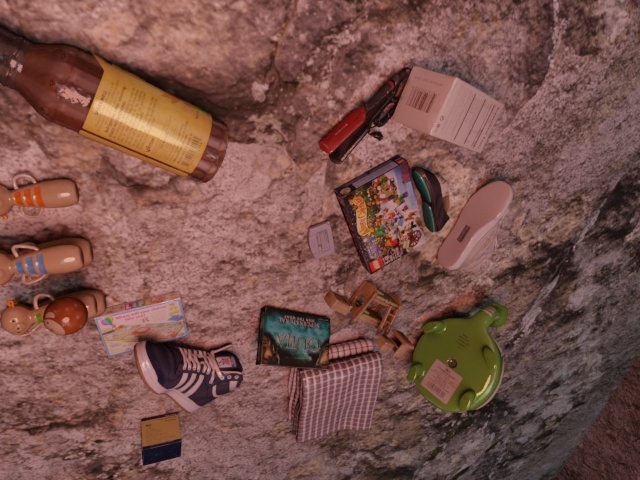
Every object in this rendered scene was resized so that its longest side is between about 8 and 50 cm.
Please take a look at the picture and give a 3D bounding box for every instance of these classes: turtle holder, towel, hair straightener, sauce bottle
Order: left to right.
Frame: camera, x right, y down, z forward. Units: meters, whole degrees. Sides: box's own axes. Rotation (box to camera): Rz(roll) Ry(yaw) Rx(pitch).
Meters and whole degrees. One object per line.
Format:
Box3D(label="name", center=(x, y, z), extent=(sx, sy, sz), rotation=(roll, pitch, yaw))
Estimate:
Box3D(label="sauce bottle", center=(-0.298, -0.190, 0.558), extent=(0.344, 0.111, 0.111), rotation=(23, 107, -36))
Box3D(label="towel", center=(0.036, 0.413, 1.091), extent=(0.235, 0.121, 0.284), rotation=(-9, 122, -21))
Box3D(label="hair straightener", center=(0.099, -0.236, 0.782), extent=(0.230, 0.047, 0.089), rotation=(-49, 145, 1))
Box3D(label="turtle holder", center=(0.409, 0.332, 1.187), extent=(0.227, 0.243, 0.320), rotation=(30, 63, -52))

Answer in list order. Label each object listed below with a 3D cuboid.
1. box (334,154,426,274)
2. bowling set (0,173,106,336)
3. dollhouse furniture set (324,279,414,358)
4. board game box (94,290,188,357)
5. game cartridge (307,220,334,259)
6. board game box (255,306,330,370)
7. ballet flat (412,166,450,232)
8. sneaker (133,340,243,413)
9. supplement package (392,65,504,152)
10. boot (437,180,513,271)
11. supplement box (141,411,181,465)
Box3D(label="box", center=(0.140, -0.051, 0.906), extent=(0.159, 0.044, 0.233), rotation=(-30, 128, -7))
Box3D(label="bowling set", center=(-0.429, 0.060, 0.600), extent=(0.154, 0.200, 0.287), rotation=(-9, 119, -20))
Box3D(label="dollhouse furniture set", center=(0.132, 0.175, 0.967), extent=(0.182, 0.161, 0.101), rotation=(29, 103, -37))
Box3D(label="board game box", center=(-0.350, 0.165, 0.805), extent=(0.154, 0.026, 0.103), rotation=(-12, 124, -20))
Box3D(label="game cartridge", center=(0.000, 0.000, 0.886), extent=(0.056, 0.017, 0.083), rotation=(-22, 127, -17))
Box3D(label="board game box", center=(-0.058, 0.232, 0.943), extent=(0.186, 0.026, 0.126), rotation=(16, 66, -33))
Box3D(label="ballet flat", center=(0.258, -0.102, 0.919), extent=(0.074, 0.074, 0.203), rotation=(-34, 134, -4))
Box3D(label="sneaker", center=(-0.259, 0.260, 0.847), extent=(0.153, 0.099, 0.282), rotation=(-24, 142, -8))
Box3D(label="supplement package", center=(0.247, -0.248, 0.781), extent=(0.179, 0.105, 0.105), rotation=(3, 117, -42))
Box3D(label="boot", center=(0.414, -0.028, 1.039), extent=(0.123, 0.095, 0.258), rotation=(11, 122, -38))
Box3D(label="supplement box", center=(-0.369, 0.455, 0.937), extent=(0.083, 0.083, 0.056), rotation=(-1, 119, -26))
